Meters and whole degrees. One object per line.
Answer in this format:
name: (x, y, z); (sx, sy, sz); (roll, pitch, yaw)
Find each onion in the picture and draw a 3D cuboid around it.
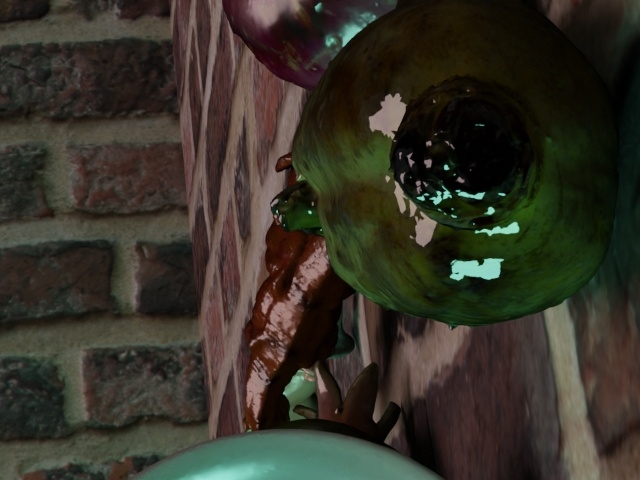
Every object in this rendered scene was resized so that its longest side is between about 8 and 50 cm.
onion: (0.015, -0.186, 1.196); (0.177, 0.153, 0.177); (-166, 90, -80)

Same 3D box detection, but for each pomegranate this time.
pomegranate: (0.007, 0.199, 1.395); (0.181, 0.181, 0.224); (96, -171, -51)

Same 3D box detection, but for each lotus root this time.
lotus root: (0.068, -0.034, 0.884); (0.309, 0.173, 0.173); (177, 89, -82)

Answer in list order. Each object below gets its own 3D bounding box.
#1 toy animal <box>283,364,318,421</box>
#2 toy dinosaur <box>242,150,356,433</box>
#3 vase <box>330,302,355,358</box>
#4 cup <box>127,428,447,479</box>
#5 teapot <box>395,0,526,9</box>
toy animal: (-0.033, 0.159, 1.929); (0.083, 0.089, 0.150); (54, 151, 31)
toy dinosaur: (0.000, 0.000, 1.487); (0.208, 0.097, 0.432); (-82, 7, -54)
vase: (0.005, 0.027, 1.645); (0.059, 0.059, 0.167); (-110, 18, -62)
cup: (-0.009, 0.300, 1.108); (0.163, 0.347, 0.347); (47, -146, -69)
teapot: (0.084, -0.135, 1.006); (0.121, 0.076, 0.068); (-29, 46, 52)
